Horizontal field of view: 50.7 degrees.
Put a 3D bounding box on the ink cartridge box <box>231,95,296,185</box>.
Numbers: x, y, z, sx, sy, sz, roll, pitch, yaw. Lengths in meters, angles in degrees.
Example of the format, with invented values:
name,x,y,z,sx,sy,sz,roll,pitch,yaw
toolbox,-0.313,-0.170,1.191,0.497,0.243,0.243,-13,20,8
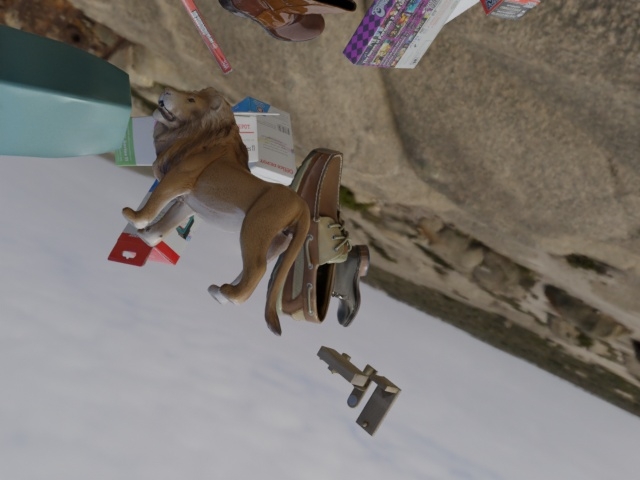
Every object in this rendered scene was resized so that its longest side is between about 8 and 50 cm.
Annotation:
name,x,y,z,sx,sy,sz,roll,pitch,yaw
ink cartridge box,-0.195,-0.270,2.016,0.168,0.233,0.171,-23,154,38

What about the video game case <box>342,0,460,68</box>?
name,x,y,z,sx,sy,sz,roll,pitch,yaw
video game case,0.164,-0.403,1.164,0.042,0.232,0.210,48,-146,19

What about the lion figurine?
name,x,y,z,sx,sy,sz,roll,pitch,yaw
lion figurine,-0.126,-0.058,0.958,0.392,0.240,0.142,37,164,24

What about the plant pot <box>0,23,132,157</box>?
name,x,y,z,sx,sy,sz,roll,pitch,yaw
plant pot,-0.467,-0.252,1.209,0.234,0.166,0.165,5,-132,-26

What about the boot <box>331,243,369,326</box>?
name,x,y,z,sx,sy,sz,roll,pitch,yaw
boot,0.037,0.103,1.529,0.106,0.219,0.082,0,-151,-18

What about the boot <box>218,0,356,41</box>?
name,x,y,z,sx,sy,sz,roll,pitch,yaw
boot,-0.027,-0.466,1.329,0.264,0.096,0.280,18,179,-41

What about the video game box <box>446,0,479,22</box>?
name,x,y,z,sx,sy,sz,roll,pitch,yaw
video game box,0.303,-0.607,1.553,0.205,0.187,0.048,-28,146,29

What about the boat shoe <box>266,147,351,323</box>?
name,x,y,z,sx,sy,sz,roll,pitch,yaw
boat shoe,0.000,0.000,1.200,0.120,0.324,0.122,22,-157,23

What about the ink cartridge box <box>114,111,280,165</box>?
name,x,y,z,sx,sy,sz,roll,pitch,yaw
ink cartridge box,-0.288,-0.238,1.594,0.353,0.119,0.207,2,-171,29

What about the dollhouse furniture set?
name,x,y,z,sx,sy,sz,roll,pitch,yaw
dollhouse furniture set,0.060,0.332,1.487,0.144,0.123,0.151,33,-176,41

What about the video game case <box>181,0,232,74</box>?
name,x,y,z,sx,sy,sz,roll,pitch,yaw
video game case,-0.286,-0.517,1.459,0.204,0.025,0.285,61,-179,30

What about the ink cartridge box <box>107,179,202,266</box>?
name,x,y,z,sx,sy,sz,roll,pitch,yaw
ink cartridge box,-0.356,-0.027,1.503,0.134,0.231,0.078,8,151,38

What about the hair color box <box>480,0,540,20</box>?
name,x,y,z,sx,sy,sz,roll,pitch,yaw
hair color box,0.229,-0.365,0.895,0.072,0.141,0.043,-8,163,-38
